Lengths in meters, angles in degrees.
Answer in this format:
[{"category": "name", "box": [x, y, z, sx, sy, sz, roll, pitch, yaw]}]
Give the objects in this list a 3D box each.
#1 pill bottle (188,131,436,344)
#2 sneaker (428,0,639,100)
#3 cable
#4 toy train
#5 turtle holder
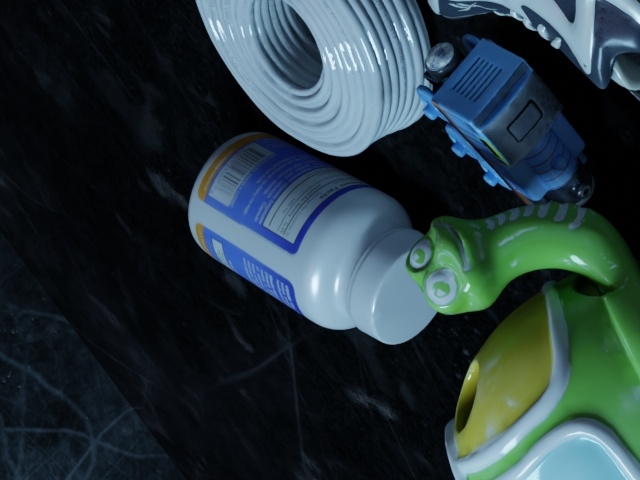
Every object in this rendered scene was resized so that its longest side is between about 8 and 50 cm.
[{"category": "pill bottle", "box": [0.000, 0.000, 1.347, 0.272, 0.152, 0.152, 30, 147, 38]}, {"category": "sneaker", "box": [0.175, -0.158, 0.914, 0.235, 0.094, 0.153, -19, 99, 53]}, {"category": "cable", "box": [-0.010, -0.198, 1.180, 0.257, 0.089, 0.257, 41, 152, 24]}, {"category": "toy train", "box": [0.150, -0.085, 1.011, 0.184, 0.080, 0.105, 42, -179, -41]}, {"category": "turtle holder", "box": [0.207, 0.131, 0.970, 0.320, 0.227, 0.243, 47, -160, -40]}]
